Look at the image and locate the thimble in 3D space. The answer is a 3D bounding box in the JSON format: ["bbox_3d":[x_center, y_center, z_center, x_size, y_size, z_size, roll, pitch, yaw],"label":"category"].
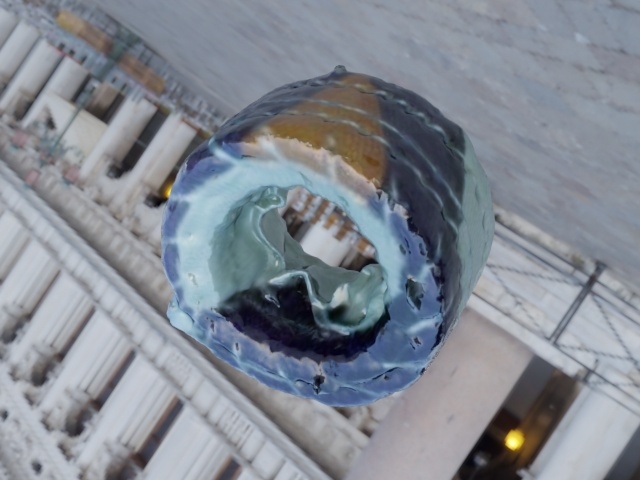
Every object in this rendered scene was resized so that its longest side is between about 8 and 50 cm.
[{"bbox_3d":[0.000,0.000,0.660,0.237,0.237,0.150,34,-142,4],"label":"thimble"}]
